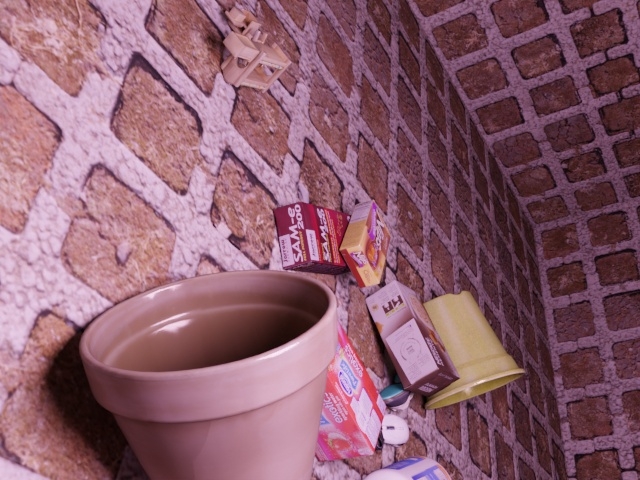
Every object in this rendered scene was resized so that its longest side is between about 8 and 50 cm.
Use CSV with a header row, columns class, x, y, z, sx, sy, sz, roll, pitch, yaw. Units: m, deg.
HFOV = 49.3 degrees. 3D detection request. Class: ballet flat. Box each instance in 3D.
class,x,y,z,sx,sy,sz,roll,pitch,yaw
ballet flat,0.194,0.362,1.664,0.203,0.074,0.074,-33,105,-65

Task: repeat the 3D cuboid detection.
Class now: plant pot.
class,x,y,z,sx,sy,sz,roll,pitch,yaw
plant pot,0.364,0.283,1.860,0.276,0.276,0.254,20,46,-58
plant pot,-0.124,0.221,0.924,0.323,0.323,0.281,-43,129,-61

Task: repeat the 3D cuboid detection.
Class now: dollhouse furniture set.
class,x,y,z,sx,sy,sz,roll,pitch,yaw
dollhouse furniture set,-0.179,-0.390,1.395,0.161,0.101,0.182,53,24,14

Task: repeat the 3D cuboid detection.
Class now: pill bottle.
class,x,y,z,sx,sy,sz,roll,pitch,yaw
pill bottle,0.158,0.530,1.406,0.272,0.152,0.152,12,64,-59

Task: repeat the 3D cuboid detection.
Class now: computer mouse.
class,x,y,z,sx,sy,sz,roll,pitch,yaw
computer mouse,0.161,0.427,1.591,0.193,0.042,0.106,29,49,-54

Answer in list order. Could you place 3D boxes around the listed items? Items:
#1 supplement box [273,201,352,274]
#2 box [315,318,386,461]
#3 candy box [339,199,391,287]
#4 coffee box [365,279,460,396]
class,x,y,z,sx,sy,sz,roll,pitch,yaw
supplement box,0.000,0.000,1.494,0.239,0.073,0.130,9,67,-60
box,0.009,0.271,1.299,0.257,0.122,0.128,61,29,-22
candy box,0.103,0.005,1.550,0.109,0.053,0.187,62,29,-25
coffee box,0.219,0.235,1.669,0.141,0.098,0.247,30,30,-51
